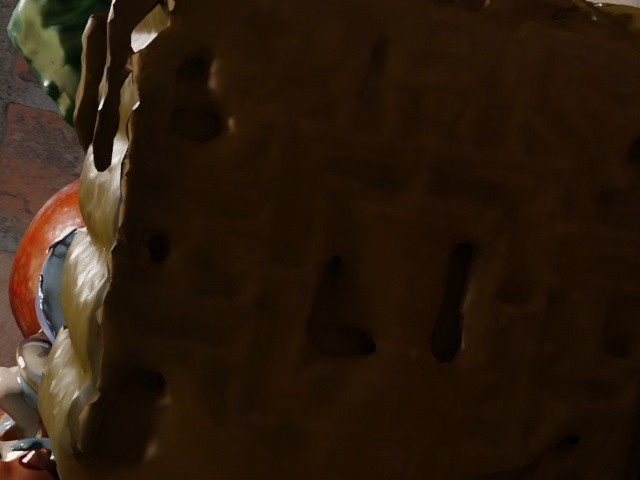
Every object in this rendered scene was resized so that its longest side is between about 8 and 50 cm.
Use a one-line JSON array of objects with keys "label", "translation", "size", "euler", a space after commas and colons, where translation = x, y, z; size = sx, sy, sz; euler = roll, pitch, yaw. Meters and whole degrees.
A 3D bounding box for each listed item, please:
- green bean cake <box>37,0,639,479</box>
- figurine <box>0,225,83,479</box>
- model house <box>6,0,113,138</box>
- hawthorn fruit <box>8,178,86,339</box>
[{"label": "green bean cake", "translation": [0.019, 0.006, 0.614], "size": [0.131, 0.224, 0.230], "euler": [-154, 75, -76]}, {"label": "figurine", "translation": [-0.206, 0.202, 1.509], "size": [0.388, 0.276, 0.248], "euler": [-53, 46, 39]}, {"label": "model house", "translation": [0.025, -0.143, 1.008], "size": [0.325, 0.194, 0.267], "euler": [-42, -15, 9]}, {"label": "hawthorn fruit", "translation": [-0.173, 0.021, 1.697], "size": [0.272, 0.241, 0.242], "euler": [-64, 5, -19]}]
